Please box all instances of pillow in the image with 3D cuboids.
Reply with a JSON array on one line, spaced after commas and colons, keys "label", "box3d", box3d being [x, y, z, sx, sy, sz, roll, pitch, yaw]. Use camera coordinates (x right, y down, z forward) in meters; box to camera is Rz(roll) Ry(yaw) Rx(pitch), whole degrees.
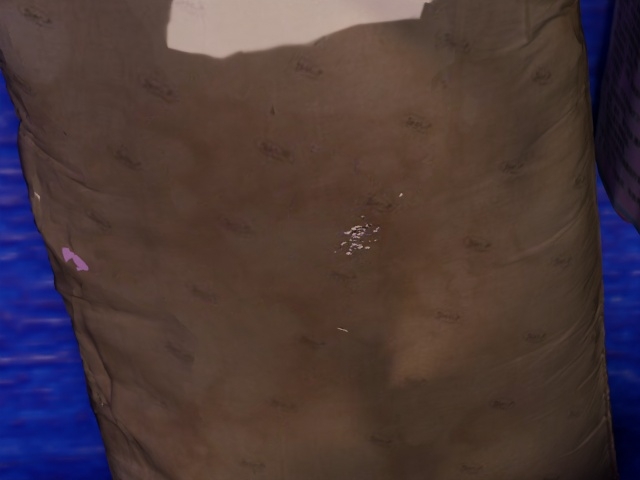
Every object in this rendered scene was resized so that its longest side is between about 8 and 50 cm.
[{"label": "pillow", "box3d": [0.000, 0.000, 0.612, 0.185, 0.075, 0.302, -11, 128, -3]}]

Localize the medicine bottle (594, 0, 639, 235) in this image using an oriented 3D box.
[{"label": "medicine bottle", "box3d": [0.156, -0.080, 0.583, 0.119, 0.094, 0.188, -6, 125, -13]}]
